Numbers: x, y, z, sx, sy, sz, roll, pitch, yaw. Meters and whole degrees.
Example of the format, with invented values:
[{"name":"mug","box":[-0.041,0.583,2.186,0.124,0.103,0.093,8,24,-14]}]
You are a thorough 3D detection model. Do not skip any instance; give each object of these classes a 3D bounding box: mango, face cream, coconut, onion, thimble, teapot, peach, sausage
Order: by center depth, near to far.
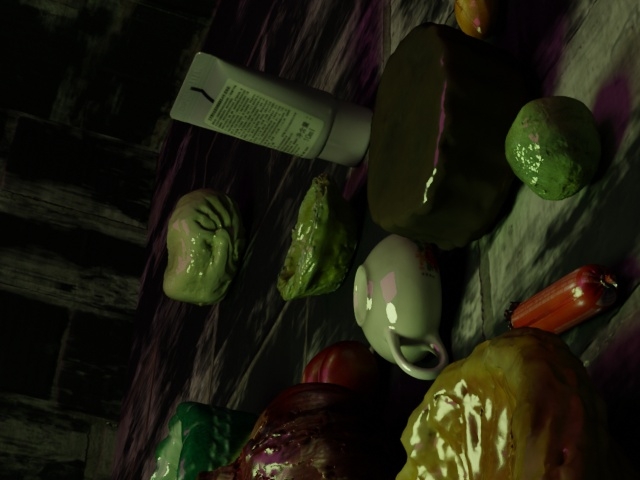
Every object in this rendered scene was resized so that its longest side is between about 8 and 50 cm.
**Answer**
[{"name":"sausage","box":[0.204,0.050,1.146,0.048,0.050,0.145,-36,-4,-25]},{"name":"coconut","box":[0.204,-0.084,1.215,0.096,0.087,0.088,-101,29,-50]},{"name":"onion","box":[-0.025,0.264,1.467,0.252,0.219,0.252,-171,90,-83]},{"name":"teapot","box":[0.088,0.069,1.497,0.226,0.092,0.145,-100,13,-48]},{"name":"mango","box":[0.178,-0.260,1.566,0.089,0.046,0.060,-98,27,-48]},{"name":"peach","box":[0.024,0.168,1.634,0.100,0.100,0.101,-165,90,-76]},{"name":"face cream","box":[-0.066,-0.180,1.959,0.154,0.273,0.096,127,154,-54]},{"name":"thimble","box":[-0.157,0.378,1.965,0.254,0.167,0.288,-109,38,-67]}]

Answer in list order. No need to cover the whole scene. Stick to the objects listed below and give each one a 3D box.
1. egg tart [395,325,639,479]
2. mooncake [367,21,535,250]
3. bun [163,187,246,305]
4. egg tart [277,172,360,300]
[{"name":"egg tart","box":[0.130,0.250,0.993,0.388,0.169,0.388,-162,90,-78]},{"name":"mooncake","box":[0.134,-0.105,1.435,0.228,0.124,0.228,-168,90,-72]},{"name":"bun","box":[-0.212,0.017,2.624,0.229,0.145,0.230,9,-90,-70]},{"name":"egg tart","box":[0.000,0.000,1.928,0.197,0.078,0.197,-163,90,-78]}]
